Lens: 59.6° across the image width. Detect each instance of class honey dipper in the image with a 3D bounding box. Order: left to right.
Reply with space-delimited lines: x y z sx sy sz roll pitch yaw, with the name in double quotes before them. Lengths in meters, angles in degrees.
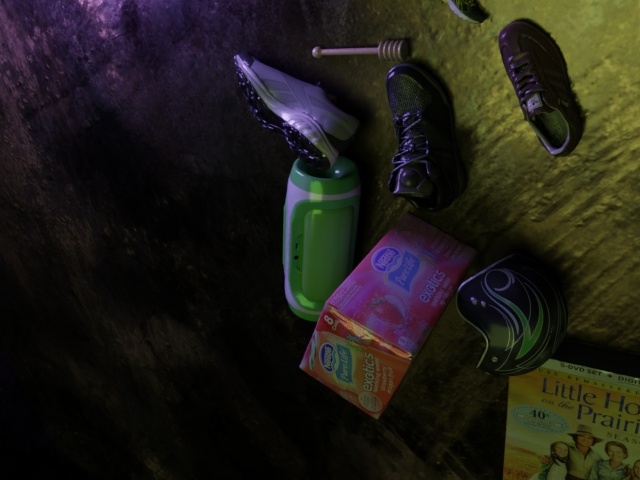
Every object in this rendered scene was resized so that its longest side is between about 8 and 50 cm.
"honey dipper" 0.055 -0.290 0.857 0.161 0.030 0.030 11 122 30

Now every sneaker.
"sneaker" -0.045 -0.227 0.927 0.271 0.108 0.100 45 166 21
"sneaker" 0.144 -0.143 0.823 0.087 0.130 0.227 -7 111 34
"sneaker" 0.189 -0.323 0.747 0.083 0.031 0.035 42 131 5
"sneaker" 0.289 -0.197 0.732 0.066 0.071 0.188 -26 102 41

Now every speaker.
"speaker" 0.000 0.000 1.005 0.131 0.131 0.296 20 126 22

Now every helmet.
"helmet" 0.291 0.120 0.858 0.169 0.169 0.161 -47 68 42

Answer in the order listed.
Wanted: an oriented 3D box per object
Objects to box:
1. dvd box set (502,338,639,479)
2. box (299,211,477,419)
"dvd box set" 0.477 0.367 0.958 0.308 0.062 0.420 10 122 28
"box" 0.114 0.102 0.875 0.142 0.300 0.154 31 130 14
